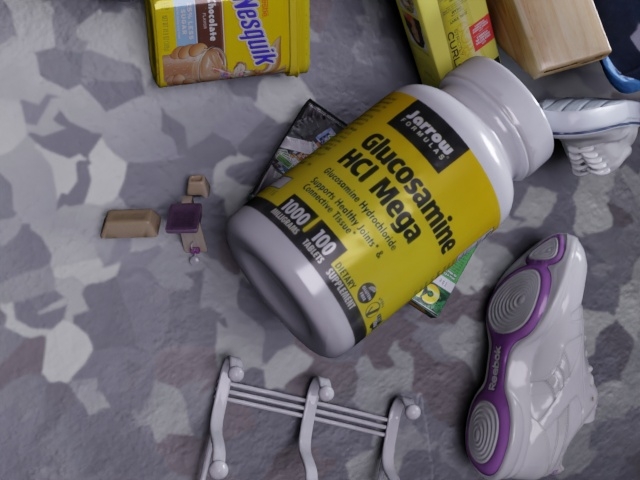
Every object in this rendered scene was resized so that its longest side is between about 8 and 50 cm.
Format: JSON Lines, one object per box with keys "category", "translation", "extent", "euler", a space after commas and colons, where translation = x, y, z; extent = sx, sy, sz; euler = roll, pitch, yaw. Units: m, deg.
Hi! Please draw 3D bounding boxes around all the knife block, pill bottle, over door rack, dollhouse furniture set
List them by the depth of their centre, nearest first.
{"category": "pill bottle", "translation": [0.080, -0.045, 1.332], "extent": [0.334, 0.188, 0.188], "euler": [-39, 102, -14]}
{"category": "knife block", "translation": [0.216, -0.342, 1.389], "extent": [0.088, 0.275, 0.242], "euler": [-18, 127, -9]}
{"category": "dollhouse furniture set", "translation": [-0.182, -0.015, 1.412], "extent": [0.114, 0.091, 0.081], "euler": [-1, 136, 6]}
{"category": "over door rack", "translation": [-0.032, 0.315, 1.423], "extent": [0.240, 0.108, 0.324], "euler": [15, 89, -15]}

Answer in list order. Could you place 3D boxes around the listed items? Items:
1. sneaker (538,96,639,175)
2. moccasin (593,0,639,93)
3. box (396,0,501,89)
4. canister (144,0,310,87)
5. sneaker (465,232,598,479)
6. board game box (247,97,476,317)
{"category": "sneaker", "translation": [0.316, -0.118, 1.441], "extent": [0.258, 0.094, 0.091], "euler": [-10, 105, -59]}
{"category": "moccasin", "translation": [0.335, -0.339, 1.447], "extent": [0.117, 0.138, 0.342], "euler": [-21, 83, 14]}
{"category": "box", "translation": [0.144, -0.238, 1.405], "extent": [0.087, 0.058, 0.232], "euler": [-34, 135, -12]}
{"category": "canister", "translation": [-0.102, -0.235, 1.372], "extent": [0.170, 0.073, 0.126], "euler": [-9, 124, -13]}
{"category": "sneaker", "translation": [0.270, 0.142, 1.512], "extent": [0.152, 0.114, 0.305], "euler": [13, 94, -30]}
{"category": "board game box", "translation": [0.058, -0.035, 1.439], "extent": [0.260, 0.030, 0.136], "euler": [34, 75, -10]}
